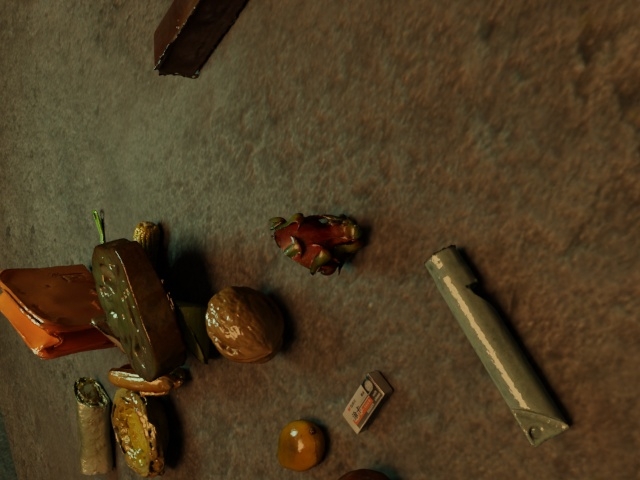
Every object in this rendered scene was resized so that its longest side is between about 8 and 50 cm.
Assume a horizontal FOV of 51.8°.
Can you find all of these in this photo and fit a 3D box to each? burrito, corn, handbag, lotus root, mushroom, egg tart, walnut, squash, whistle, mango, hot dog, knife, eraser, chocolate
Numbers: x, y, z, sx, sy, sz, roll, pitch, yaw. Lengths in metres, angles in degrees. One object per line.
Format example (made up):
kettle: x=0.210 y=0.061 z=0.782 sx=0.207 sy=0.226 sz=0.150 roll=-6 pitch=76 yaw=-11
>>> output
burrito: x=-0.744 y=0.604 z=2.145 sx=0.143 sy=0.105 sz=0.299 roll=9 pitch=104 yaw=52
corn: x=-0.477 y=0.044 z=1.783 sx=0.072 sy=0.072 sz=0.203 roll=32 pitch=120 yaw=41
handbag: x=-0.750 y=0.195 z=1.941 sx=0.410 sy=0.303 sz=0.116 roll=28 pitch=115 yaw=41
lotus root: x=-0.450 y=0.156 z=1.617 sx=0.390 sy=0.111 sz=0.375 roll=47 pitch=142 yaw=34
mushroom: x=-0.529 y=0.262 z=1.813 sx=0.072 sy=0.094 sz=0.210 roll=-10 pitch=128 yaw=45
egg tart: x=-0.490 y=0.522 z=1.846 sx=0.291 sy=0.107 sz=0.290 roll=18 pitch=113 yaw=47
walnut: x=-0.154 y=0.179 z=1.379 sx=0.184 sy=0.155 sz=0.155 roll=43 pitch=125 yaw=37
squash: x=-0.301 y=0.206 z=1.615 sx=0.192 sy=0.085 sz=0.184 roll=7 pitch=127 yaw=61
whistle: x=0.254 y=0.148 z=0.974 sx=0.062 sy=0.062 sz=0.312 roll=-48 pitch=60 yaw=41
mango: x=-0.048 y=0.427 z=1.361 sx=0.187 sy=0.066 sz=0.101 roll=-49 pitch=59 yaw=51
hot dog: x=-0.461 y=0.373 z=1.758 sx=0.250 sy=0.104 sz=0.076 roll=-1 pitch=95 yaw=29
knife: x=-0.687 y=-0.013 z=2.046 sx=0.078 sy=0.023 sz=0.166 roll=-4 pitch=94 yaw=42
eraser: x=0.085 y=0.298 z=1.211 sx=0.052 sy=0.029 sz=0.122 roll=49 pitch=129 yaw=32
chocolate: x=-0.270 y=-0.497 z=1.445 sx=0.321 sy=0.112 sz=0.112 roll=-39 pitch=59 yaw=45

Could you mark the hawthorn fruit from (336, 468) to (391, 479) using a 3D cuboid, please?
hawthorn fruit: x=0.079 y=0.478 z=1.148 sx=0.189 sy=0.149 sz=0.149 roll=75 pitch=180 yaw=-81

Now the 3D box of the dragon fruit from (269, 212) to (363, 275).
dragon fruit: x=0.000 y=0.000 z=1.213 sx=0.175 sy=0.138 sz=0.142 roll=-24 pitch=118 yaw=19
